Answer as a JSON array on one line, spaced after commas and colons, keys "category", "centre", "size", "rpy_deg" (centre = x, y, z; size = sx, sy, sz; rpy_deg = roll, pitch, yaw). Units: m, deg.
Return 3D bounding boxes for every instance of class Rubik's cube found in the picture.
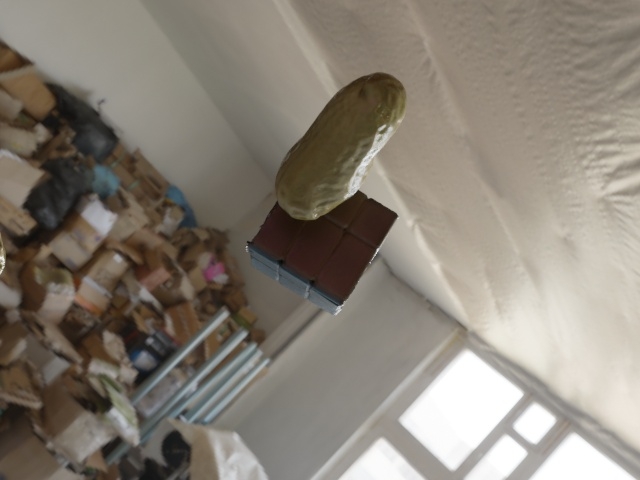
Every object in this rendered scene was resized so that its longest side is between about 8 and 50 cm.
[{"category": "Rubik's cube", "centre": [0.000, 0.000, 1.628], "size": [0.225, 0.221, 0.231], "rpy_deg": [32, -11, 3]}]

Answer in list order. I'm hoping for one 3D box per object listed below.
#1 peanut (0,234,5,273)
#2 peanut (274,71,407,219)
[{"category": "peanut", "centre": [-0.597, -0.019, 1.136], "size": [0.325, 0.140, 0.153], "rpy_deg": [28, 12, -48]}, {"category": "peanut", "centre": [0.037, -0.162, 1.369], "size": [0.148, 0.319, 0.147], "rpy_deg": [28, 32, -19]}]
